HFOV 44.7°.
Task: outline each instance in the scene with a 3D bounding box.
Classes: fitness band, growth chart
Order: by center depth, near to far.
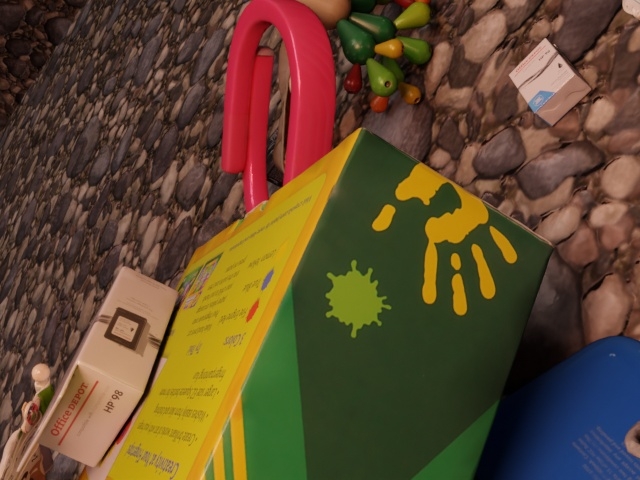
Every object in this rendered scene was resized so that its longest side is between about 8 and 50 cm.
[{"bbox_3d":[-0.269,0.246,0.683,0.172,0.021,0.237,104,175,-60],"label":"growth chart"},{"bbox_3d":[-0.049,-0.120,0.869,0.209,0.054,0.290,42,132,54],"label":"fitness band"}]

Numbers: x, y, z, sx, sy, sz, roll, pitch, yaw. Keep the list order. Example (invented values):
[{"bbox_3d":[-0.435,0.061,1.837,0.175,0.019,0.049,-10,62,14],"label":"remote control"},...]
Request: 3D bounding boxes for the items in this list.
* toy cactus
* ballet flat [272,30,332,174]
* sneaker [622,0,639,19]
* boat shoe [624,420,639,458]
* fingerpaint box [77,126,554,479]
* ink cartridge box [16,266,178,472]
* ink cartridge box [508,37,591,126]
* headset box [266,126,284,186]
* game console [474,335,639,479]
[{"bbox_3d":[0.041,-0.243,0.883,0.112,0.181,0.219,-46,28,51],"label":"toy cactus"},{"bbox_3d":[-0.014,-0.163,0.943,0.068,0.072,0.213,-124,34,-46],"label":"ballet flat"},{"bbox_3d":[0.280,-0.192,0.624,0.061,0.054,0.152,-45,30,42],"label":"sneaker"},{"bbox_3d":[0.224,0.079,0.304,0.187,0.156,0.500,-13,43,55],"label":"boat shoe"},{"bbox_3d":[-0.062,0.165,0.612,0.371,0.163,0.445,-65,15,-20],"label":"fingerpaint box"},{"bbox_3d":[-0.187,0.117,0.674,0.104,0.060,0.180,-55,15,27],"label":"ink cartridge box"},{"bbox_3d":[0.206,-0.150,0.713,0.048,0.028,0.083,-46,36,26],"label":"ink cartridge box"},{"bbox_3d":[-0.047,-0.124,1.052,0.083,0.032,0.062,-49,35,25],"label":"headset box"},{"bbox_3d":[0.189,0.243,0.467,0.250,0.173,0.293,-31,35,-6],"label":"game console"}]
